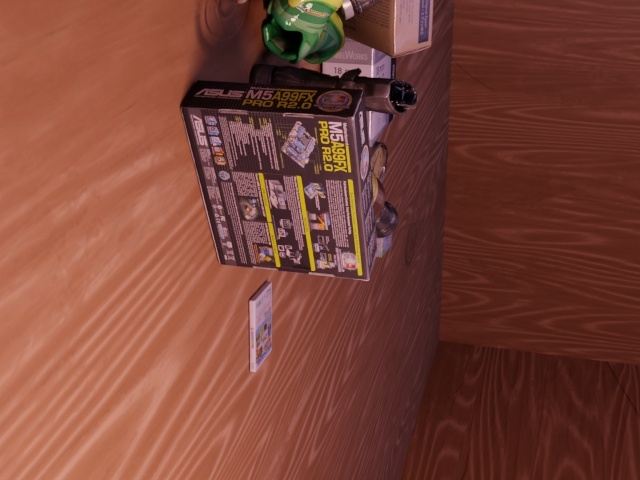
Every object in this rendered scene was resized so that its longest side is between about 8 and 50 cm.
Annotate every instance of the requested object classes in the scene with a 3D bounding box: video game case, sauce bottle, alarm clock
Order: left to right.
[{"bbox_3d":[-0.095,0.137,1.470,0.087,0.011,0.122,-51,144,-67],"label":"video game case"},{"bbox_3d":[0.044,-0.089,1.604,0.344,0.111,0.111,40,56,-59],"label":"sauce bottle"},{"bbox_3d":[0.097,-0.170,1.967,0.129,0.064,0.192,-46,150,-51],"label":"alarm clock"}]

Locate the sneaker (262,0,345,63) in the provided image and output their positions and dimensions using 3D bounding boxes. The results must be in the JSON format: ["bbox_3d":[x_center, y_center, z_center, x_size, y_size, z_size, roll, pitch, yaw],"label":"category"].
[{"bbox_3d":[-0.034,-0.328,1.386,0.123,0.109,0.295,-41,174,-2],"label":"sneaker"}]

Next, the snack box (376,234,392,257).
[{"bbox_3d":[0.157,-0.021,2.355,0.141,0.037,0.100,-41,136,-70],"label":"snack box"}]

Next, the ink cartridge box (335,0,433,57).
[{"bbox_3d":[0.079,-0.424,1.485,0.088,0.234,0.193,-21,126,-30],"label":"ink cartridge box"}]

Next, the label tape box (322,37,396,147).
[{"bbox_3d":[0.078,-0.371,1.764,0.241,0.105,0.334,-55,148,-64],"label":"label tape box"}]

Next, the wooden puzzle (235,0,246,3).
[{"bbox_3d":[-0.088,-0.443,1.220,0.239,0.044,0.221,-65,156,-64],"label":"wooden puzzle"}]

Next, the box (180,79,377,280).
[{"bbox_3d":[-0.044,-0.071,1.172,0.060,0.216,0.270,-71,160,-44],"label":"box"}]

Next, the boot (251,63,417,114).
[{"bbox_3d":[0.034,-0.217,1.394,0.263,0.228,0.091,-26,120,-73],"label":"boot"}]

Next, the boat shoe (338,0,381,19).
[{"bbox_3d":[0.024,-0.450,1.410,0.081,0.068,0.228,66,1,-81],"label":"boat shoe"}]
